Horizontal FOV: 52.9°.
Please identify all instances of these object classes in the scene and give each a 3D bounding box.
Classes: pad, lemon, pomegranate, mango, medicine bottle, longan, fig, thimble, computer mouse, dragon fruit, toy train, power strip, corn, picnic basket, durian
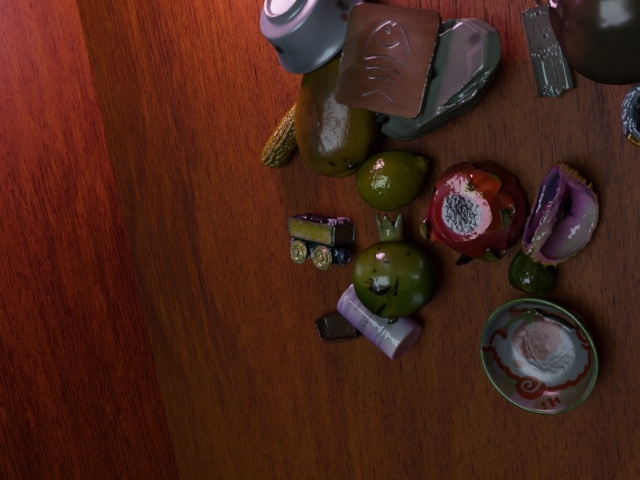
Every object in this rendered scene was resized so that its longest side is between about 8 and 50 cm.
[{"bbox_3d":[0.176,-0.491,1.748,0.286,0.018,0.284,19,106,31],"label":"pad"},{"bbox_3d":[0.215,-0.181,1.922,0.248,0.184,0.184,-24,88,36],"label":"lemon"},{"bbox_3d":[0.224,0.082,1.975,0.260,0.260,0.341,-6,93,44],"label":"pomegranate"},{"bbox_3d":[0.046,-0.418,1.983,0.301,0.220,0.445,-3,89,49],"label":"mango"},{"bbox_3d":[0.193,0.257,2.117,0.254,0.152,0.152,41,128,27],"label":"medicine bottle"},{"bbox_3d":[0.632,-0.483,1.343,0.318,0.319,0.319,16,115,39],"label":"longan"},{"bbox_3d":[0.573,0.068,1.727,0.123,0.123,0.156,15,86,39],"label":"fig"},{"bbox_3d":[0.747,-0.284,1.431,0.127,0.117,0.151,16,114,39],"label":"thimble"},{"bbox_3d":[0.326,-0.430,1.749,0.429,0.145,0.228,-30,73,42],"label":"computer mouse"},{"bbox_3d":[0.416,-0.074,1.764,0.290,0.189,0.291,17,116,39],"label":"dragon fruit"},{"bbox_3d":[0.000,0.000,2.228,0.260,0.134,0.178,12,104,39],"label":"toy train"},{"bbox_3d":[0.559,-0.488,1.593,0.092,0.034,0.268,-9,98,45],"label":"power strip"},{"bbox_3d":[-0.114,-0.368,2.223,0.102,0.102,0.313,51,132,18],"label":"corn"},{"bbox_3d":[0.068,0.310,2.323,0.193,0.054,0.110,-15,95,45],"label":"picnic basket"},{"bbox_3d":[0.614,-0.060,1.633,0.186,0.154,0.261,31,117,4],"label":"durian"}]

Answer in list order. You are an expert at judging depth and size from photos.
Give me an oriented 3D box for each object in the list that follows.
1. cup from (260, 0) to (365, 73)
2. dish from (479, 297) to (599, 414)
[{"bbox_3d":[-0.053,-0.684,1.896,0.347,0.163,0.347,-22,56,36],"label":"cup"},{"bbox_3d":[0.611,0.302,1.768,0.324,0.124,0.324,9,105,37],"label":"dish"}]
